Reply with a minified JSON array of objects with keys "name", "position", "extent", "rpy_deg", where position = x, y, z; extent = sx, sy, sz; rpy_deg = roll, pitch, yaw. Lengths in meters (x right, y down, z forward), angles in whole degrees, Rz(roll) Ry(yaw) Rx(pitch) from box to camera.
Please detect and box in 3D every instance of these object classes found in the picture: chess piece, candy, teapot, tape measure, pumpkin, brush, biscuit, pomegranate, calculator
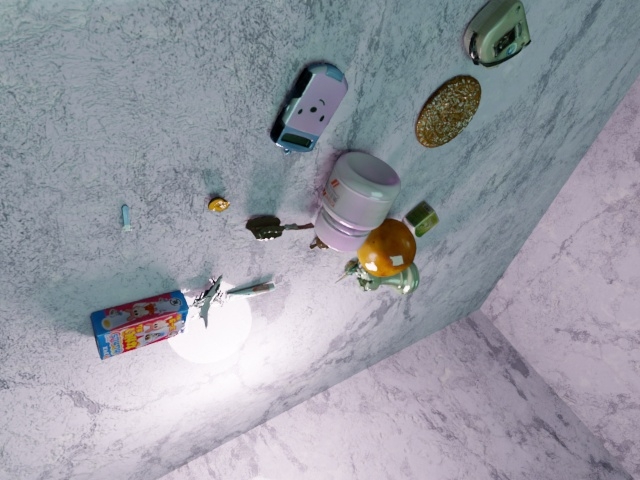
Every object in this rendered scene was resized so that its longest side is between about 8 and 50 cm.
[{"name":"chess piece","position":[0.335,0.190,2.223],"extent":[0.299,0.195,0.195],"rpy_deg":[-1,134,-29]},{"name":"candy","position":[-0.624,0.293,1.524],"extent":[0.305,0.100,0.157],"rpy_deg":[-13,141,-30]},{"name":"teapot","position":[0.000,0.000,1.785],"extent":[0.110,0.085,0.080],"rpy_deg":[-24,-177,36]},{"name":"tape measure","position":[0.584,-0.655,1.433],"extent":[0.207,0.115,0.235],"rpy_deg":[-47,146,12]},{"name":"pumpkin","position":[-0.320,-0.115,1.353],"extent":[0.050,0.028,0.083],"rpy_deg":[-41,156,11]},{"name":"brush","position":[-0.133,-0.045,1.577],"extent":[0.301,0.084,0.071],"rpy_deg":[-6,136,-46]},{"name":"biscuit","position":[0.486,-0.474,1.636],"extent":[0.305,0.038,0.305],"rpy_deg":[-24,146,-18]},{"name":"pomegranate","position":[0.279,0.025,1.896],"extent":[0.264,0.264,0.264],"rpy_deg":[-24,146,-18]},{"name":"calculator","position":[-0.035,-0.375,1.269],"extent":[0.173,0.051,0.293],"rpy_deg":[2,131,-46]}]

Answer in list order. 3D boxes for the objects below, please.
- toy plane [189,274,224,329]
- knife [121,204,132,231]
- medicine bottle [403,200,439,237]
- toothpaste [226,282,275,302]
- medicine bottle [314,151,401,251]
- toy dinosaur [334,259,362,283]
[{"name":"toy plane","position":[-0.420,0.216,1.639],"extent":[0.160,0.082,0.234],"rpy_deg":[2,113,-49]},{"name":"knife","position":[-0.548,-0.063,1.226],"extent":[0.027,0.010,0.096],"rpy_deg":[-13,139,-30]},{"name":"medicine bottle","position":[0.457,-0.079,2.063],"extent":[0.188,0.088,0.132],"rpy_deg":[-40,148,5]},{"name":"toothpaste","position":[-0.289,0.214,1.796],"extent":[0.205,0.036,0.056],"rpy_deg":[-12,139,-27]},{"name":"medicine bottle","position":[0.120,-0.131,1.542],"extent":[0.241,0.241,0.302],"rpy_deg":[-8,138,-37]},{"name":"toy dinosaur","position":[0.146,0.139,2.102],"extent":[0.187,0.044,0.106],"rpy_deg":[-17,131,-6]}]
